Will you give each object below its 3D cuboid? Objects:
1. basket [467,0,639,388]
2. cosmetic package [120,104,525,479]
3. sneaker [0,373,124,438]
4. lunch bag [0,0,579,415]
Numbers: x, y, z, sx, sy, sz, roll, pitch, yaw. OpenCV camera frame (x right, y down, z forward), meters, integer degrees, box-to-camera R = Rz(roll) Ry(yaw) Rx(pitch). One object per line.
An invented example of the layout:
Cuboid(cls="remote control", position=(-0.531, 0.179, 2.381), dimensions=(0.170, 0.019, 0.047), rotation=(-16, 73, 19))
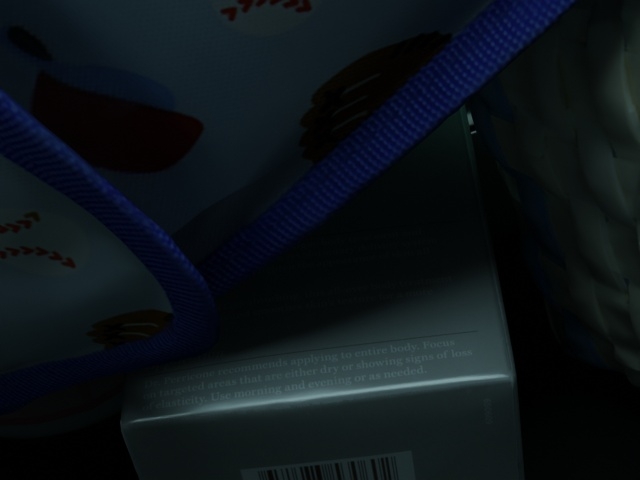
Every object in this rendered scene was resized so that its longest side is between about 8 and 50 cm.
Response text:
Cuboid(cls="basket", position=(0.195, -0.038, 0.425), dimensions=(0.289, 0.255, 0.201), rotation=(19, 57, 40))
Cuboid(cls="cosmetic package", position=(0.000, 0.000, 0.532), dimensions=(0.127, 0.107, 0.238), rotation=(-7, 42, 6))
Cuboid(cls="sneaker", position=(-0.132, 0.036, 0.541), dimensions=(0.134, 0.070, 0.051), rotation=(-3, 43, 6))
Cuboid(cls="lunch bag", position=(-0.100, -0.147, 0.369), dimensions=(0.385, 0.328, 0.239), rotation=(-38, 30, 17))
